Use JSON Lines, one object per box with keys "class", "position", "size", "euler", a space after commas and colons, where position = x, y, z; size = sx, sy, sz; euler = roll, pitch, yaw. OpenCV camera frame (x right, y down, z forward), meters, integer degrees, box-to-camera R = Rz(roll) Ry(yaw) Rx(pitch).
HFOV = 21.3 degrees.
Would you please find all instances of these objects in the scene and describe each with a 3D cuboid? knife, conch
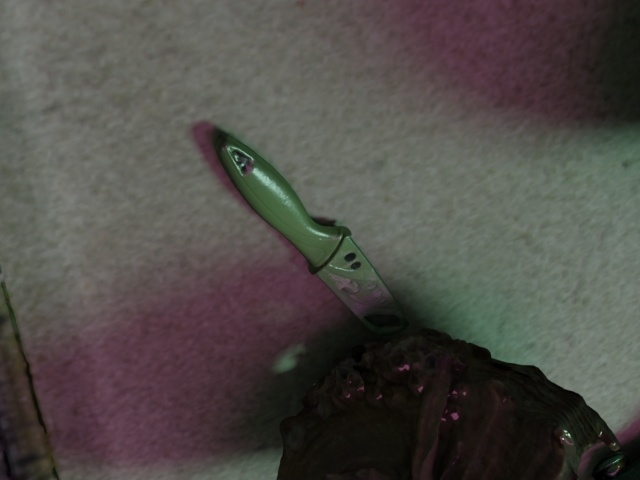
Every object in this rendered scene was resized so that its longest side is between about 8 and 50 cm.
{"class": "knife", "position": [0.000, 0.000, 0.865], "size": [0.030, 0.014, 0.207], "euler": [-34, 141, 6]}
{"class": "conch", "position": [0.070, 0.128, 0.932], "size": [0.245, 0.178, 0.163], "euler": [-10, 100, -61]}

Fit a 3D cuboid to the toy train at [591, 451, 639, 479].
{"class": "toy train", "position": [0.235, 0.155, 1.137], "size": [0.122, 0.050, 0.081], "euler": [-32, 151, 6]}
